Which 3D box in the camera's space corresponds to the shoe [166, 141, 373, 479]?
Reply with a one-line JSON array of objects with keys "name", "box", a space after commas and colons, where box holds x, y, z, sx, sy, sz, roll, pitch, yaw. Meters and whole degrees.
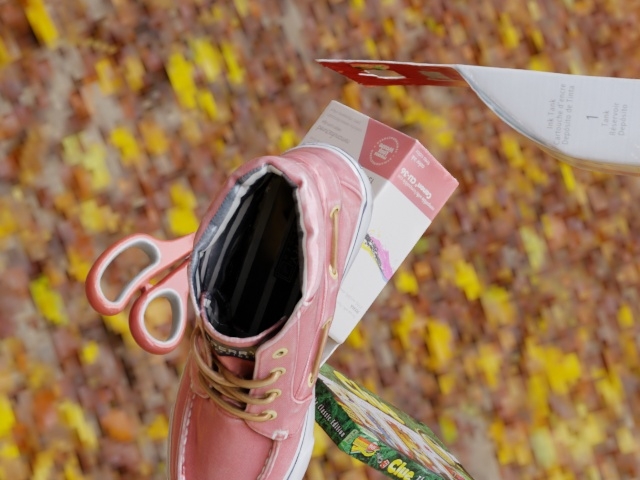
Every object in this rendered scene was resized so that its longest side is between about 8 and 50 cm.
[{"name": "shoe", "box": [-0.032, 0.046, 0.767, 0.081, 0.063, 0.178, -13, 123, -71]}]

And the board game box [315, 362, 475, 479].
[{"name": "board game box", "box": [0.058, 0.173, 1.675, 0.136, 0.030, 0.259, 44, 5, 40]}]

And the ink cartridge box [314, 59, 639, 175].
[{"name": "ink cartridge box", "box": [0.096, -0.053, 0.873, 0.145, 0.179, 0.045, -2, 94, -79]}]

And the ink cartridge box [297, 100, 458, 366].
[{"name": "ink cartridge box", "box": [0.000, 0.000, 1.479, 0.115, 0.198, 0.067, 29, -9, 49]}]

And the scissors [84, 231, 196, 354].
[{"name": "scissors", "box": [-0.114, -0.003, 1.790, 0.109, 0.021, 0.297, 49, 46, -8]}]
